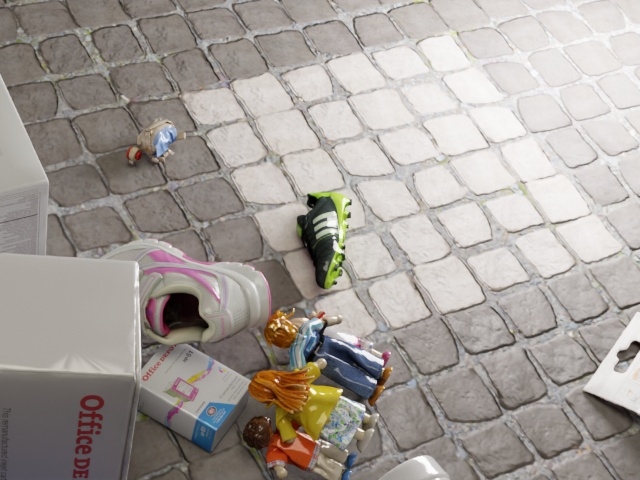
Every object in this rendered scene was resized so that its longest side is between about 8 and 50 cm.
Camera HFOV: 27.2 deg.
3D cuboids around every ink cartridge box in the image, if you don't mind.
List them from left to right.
[{"bbox_3d":[-0.399,0.155,1.409,0.395,0.285,0.166,4,49,-11],"label":"ink cartridge box"},{"bbox_3d":[-0.158,0.184,1.601,0.122,0.052,0.088,27,49,12],"label":"ink cartridge box"},{"bbox_3d":[0.489,0.203,1.765,0.225,0.056,0.181,20,46,29],"label":"ink cartridge box"}]

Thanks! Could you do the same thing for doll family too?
[{"bbox_3d":[-0.003,0.162,1.601,0.163,0.118,0.263,26,46,-4],"label":"doll family"}]

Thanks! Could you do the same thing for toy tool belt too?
[{"bbox_3d":[-0.229,-0.134,1.858,0.051,0.052,0.083,23,49,17],"label":"toy tool belt"}]

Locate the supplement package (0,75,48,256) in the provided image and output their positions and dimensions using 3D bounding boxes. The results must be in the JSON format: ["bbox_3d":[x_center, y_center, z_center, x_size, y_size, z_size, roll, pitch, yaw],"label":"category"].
[{"bbox_3d":[-0.450,-0.032,1.571,0.198,0.262,0.199,-14,55,-24],"label":"supplement package"}]

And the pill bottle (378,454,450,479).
[{"bbox_3d":[0.158,0.374,1.450,0.152,0.152,0.272,-22,58,-29],"label":"pill bottle"}]

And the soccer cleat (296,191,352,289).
[{"bbox_3d":[0.000,0.000,1.802,0.072,0.060,0.179,6,42,3],"label":"soccer cleat"}]

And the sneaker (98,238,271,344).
[{"bbox_3d":[-0.191,0.066,1.608,0.252,0.102,0.111,6,20,29],"label":"sneaker"}]
